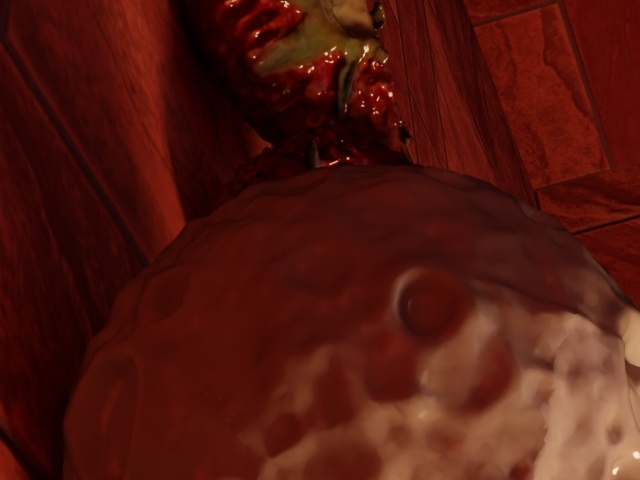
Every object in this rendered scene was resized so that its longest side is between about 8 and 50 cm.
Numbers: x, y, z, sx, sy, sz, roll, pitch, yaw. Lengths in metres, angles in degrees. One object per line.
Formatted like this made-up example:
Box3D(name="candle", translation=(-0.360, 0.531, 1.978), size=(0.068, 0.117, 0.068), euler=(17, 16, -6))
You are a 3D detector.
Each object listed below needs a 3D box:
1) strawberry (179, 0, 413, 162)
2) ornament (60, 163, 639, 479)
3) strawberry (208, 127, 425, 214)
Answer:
Box3D(name="strawberry", translation=(-0.034, -0.173, 1.462), size=(0.280, 0.150, 0.253), euler=(-133, -153, -77))
Box3D(name="ornament", translation=(0.041, 0.120, 0.950), size=(0.337, 0.337, 0.337), euler=(-16, 90, -78))
Box3D(name="strawberry", translation=(0.000, 0.000, 1.343), size=(0.184, 0.187, 0.201), euler=(51, -10, -17))
